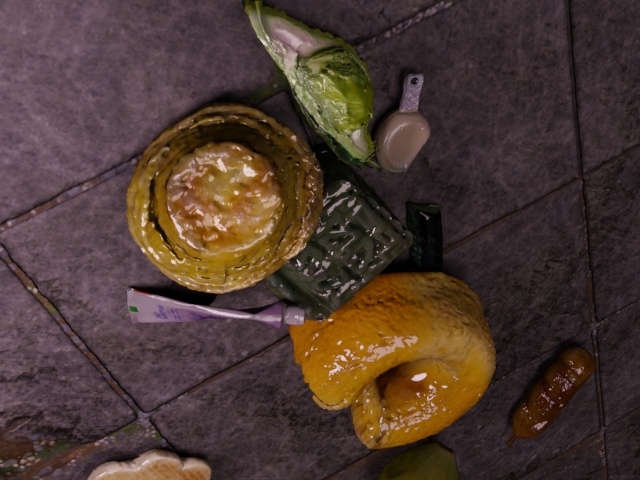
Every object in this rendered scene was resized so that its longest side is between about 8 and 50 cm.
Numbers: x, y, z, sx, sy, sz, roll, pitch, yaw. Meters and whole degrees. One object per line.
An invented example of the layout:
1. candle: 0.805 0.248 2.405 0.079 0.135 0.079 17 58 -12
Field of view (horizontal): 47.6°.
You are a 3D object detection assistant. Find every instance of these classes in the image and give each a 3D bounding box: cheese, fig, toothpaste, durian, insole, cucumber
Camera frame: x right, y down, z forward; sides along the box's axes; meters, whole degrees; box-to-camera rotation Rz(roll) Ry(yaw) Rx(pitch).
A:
1. cheese: 0.146 -0.195 1.213 0.092 0.047 0.171 11 117 -34
2. fig: 0.235 0.601 1.752 0.207 0.229 0.207 4 158 2
3. toothpaste: -0.175 0.119 1.212 0.301 0.048 0.075 3 154 4
4. durian: 0.020 -0.225 1.087 0.107 0.132 0.375 -25 127 23
5. insole: -0.188 0.065 1.190 0.080 0.003 0.232 30 136 -22
6. cucumber: 0.209 0.012 1.402 0.071 0.046 0.220 -24 133 -18

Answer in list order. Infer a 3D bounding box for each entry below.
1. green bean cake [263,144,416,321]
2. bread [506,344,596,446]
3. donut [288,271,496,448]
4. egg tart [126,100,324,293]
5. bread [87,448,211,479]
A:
1. green bean cake: 0.000 0.000 1.232 0.255 0.132 0.241 -40 135 6
2. bread: 0.582 0.411 1.854 0.124 0.084 0.344 14 116 -34
3. donut: 0.169 0.240 1.436 0.378 0.163 0.435 -33 131 10
4. egg tart: -0.139 -0.061 1.043 0.294 0.123 0.293 0 94 -3
5. bread: -0.370 0.536 1.481 0.316 0.054 0.315 -14 130 -18
